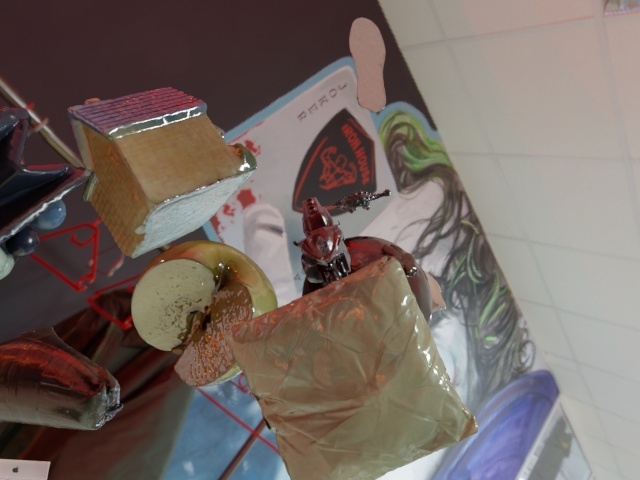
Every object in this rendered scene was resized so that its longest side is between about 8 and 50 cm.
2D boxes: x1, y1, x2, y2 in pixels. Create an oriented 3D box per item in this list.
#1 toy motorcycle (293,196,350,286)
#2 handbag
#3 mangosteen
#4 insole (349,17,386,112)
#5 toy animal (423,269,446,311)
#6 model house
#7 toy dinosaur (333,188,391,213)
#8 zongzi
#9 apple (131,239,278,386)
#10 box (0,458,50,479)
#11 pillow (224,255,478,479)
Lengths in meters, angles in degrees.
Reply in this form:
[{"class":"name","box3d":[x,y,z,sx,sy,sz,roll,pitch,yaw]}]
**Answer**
[{"class":"toy motorcycle","box3d":[-0.001,0.000,0.888,0.213,0.082,0.122,-107,178,-52]},{"class":"handbag","box3d":[-0.367,0.037,0.483,0.118,0.269,0.326,48,-39,-17]},{"class":"mangosteen","box3d":[0.091,0.161,1.228,0.306,0.306,0.359,37,-62,6]},{"class":"insole","box3d":[0.086,-0.311,0.926,0.065,0.197,0.004,-1,-18,-11]},{"class":"toy animal","box3d":[0.287,0.196,1.873,0.213,0.256,0.195,47,24,-46]},{"class":"model house","box3d":[-0.437,-0.196,1.351,0.342,0.335,0.382,55,-42,4]},{"class":"toy dinosaur","box3d":[0.107,-0.106,1.350,0.055,0.154,0.049,83,-8,-65]},{"class":"zongzi","box3d":[-0.704,0.352,1.475,0.403,0.207,0.432,7,14,2]},{"class":"apple","box3d":[-0.234,0.145,1.126,0.295,0.233,0.257,34,-64,9]},{"class":"box","box3d":[-0.686,0.544,1.161,0.129,0.130,0.051,16,28,-26]},{"class":"pillow","box3d":[0.043,0.198,0.734,0.076,0.274,0.280,106,-40,-84]}]
